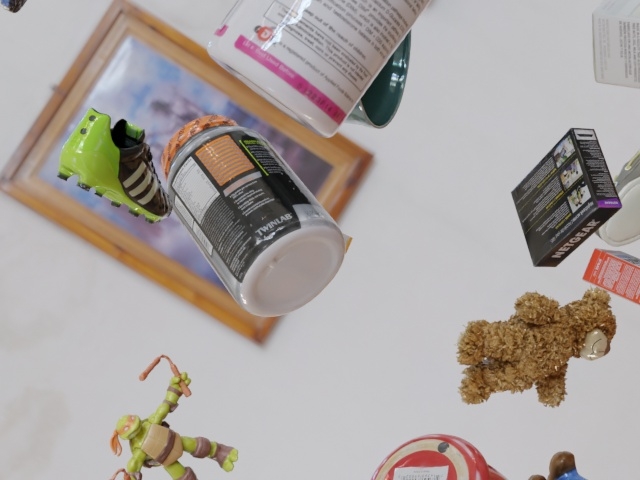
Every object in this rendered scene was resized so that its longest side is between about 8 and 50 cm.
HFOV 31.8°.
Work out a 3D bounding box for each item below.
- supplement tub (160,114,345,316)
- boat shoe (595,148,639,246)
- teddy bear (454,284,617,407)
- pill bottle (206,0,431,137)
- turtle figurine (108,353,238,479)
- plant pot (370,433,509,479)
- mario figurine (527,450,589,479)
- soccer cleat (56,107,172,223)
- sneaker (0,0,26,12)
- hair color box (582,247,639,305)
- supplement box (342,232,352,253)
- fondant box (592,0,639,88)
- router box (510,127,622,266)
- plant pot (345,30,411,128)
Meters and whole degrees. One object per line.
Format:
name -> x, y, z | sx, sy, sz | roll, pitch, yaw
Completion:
supplement tub -> -0.116, -0.048, 1.761 | 0.194, 0.316, 0.193 | -23, -39, -20
boat shoe -> 0.607, -0.107, 2.097 | 0.305, 0.109, 0.091 | -45, 27, -14
teddy bear -> 0.400, 0.200, 2.062 | 0.113, 0.338, 0.245 | -143, 57, -67
pill bottle -> 0.027, -0.260, 1.140 | 0.283, 0.160, 0.160 | -54, 5, 2
turtle figurine -> -0.244, 0.332, 1.729 | 0.087, 0.217, 0.269 | -18, 43, 47
plant pot -> 0.158, 0.353, 1.404 | 0.191, 0.174, 0.191 | -21, 43, 21
mario figurine -> 0.521, 0.460, 1.949 | 0.198, 0.321, 0.170 | -59, -39, -10
soccer cleat -> -0.169, -0.063, 0.999 | 0.072, 0.060, 0.179 | -64, -19, -4
sneaker -> -0.326, -0.306, 1.214 | 0.052, 0.058, 0.135 | 116, 178, -49
hair color box -> 0.457, 0.065, 1.539 | 0.093, 0.167, 0.053 | 5, -71, -54
supplement box -> 0.000, 0.000, 1.966 | 0.062, 0.098, 0.036 | 117, 178, -65
fondant box -> 0.498, -0.242, 1.222 | 0.238, 0.330, 0.096 | -44, -43, -37
router box -> 0.352, -0.059, 1.630 | 0.179, 0.046, 0.133 | 126, 138, -53
plant pot -> 0.010, -0.327, 1.783 | 0.293, 0.196, 0.292 | 4, -90, -70
